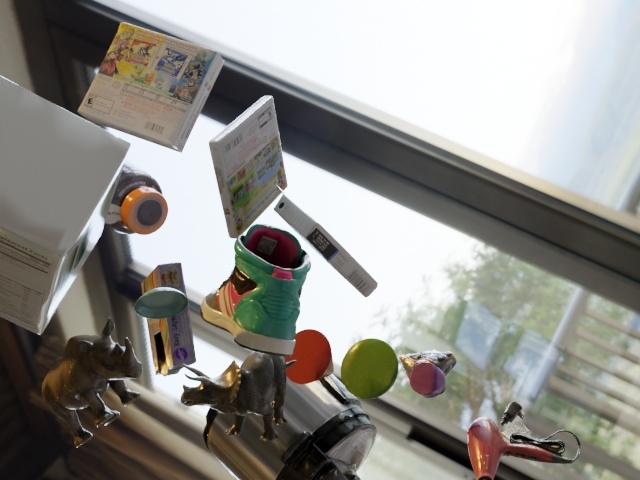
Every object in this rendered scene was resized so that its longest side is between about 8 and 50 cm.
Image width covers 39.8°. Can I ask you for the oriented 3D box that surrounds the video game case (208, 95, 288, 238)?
[{"bbox_3d":[-0.137,-0.147,1.739,0.227,0.026,0.206,-51,-40,-50],"label":"video game case"}]

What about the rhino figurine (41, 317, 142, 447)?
[{"bbox_3d":[-0.277,0.167,1.077,0.073,0.106,0.243,-35,-6,-40],"label":"rhino figurine"}]

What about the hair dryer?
[{"bbox_3d":[0.451,0.478,2.065,0.293,0.223,0.080,-26,-55,-34],"label":"hair dryer"}]

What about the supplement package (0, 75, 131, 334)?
[{"bbox_3d":[-0.407,-0.039,1.198,0.263,0.198,0.199,-52,13,55],"label":"supplement package"}]

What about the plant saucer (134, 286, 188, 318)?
[{"bbox_3d":[-0.353,0.135,1.959,0.119,0.119,0.021,94,164,-55],"label":"plant saucer"}]

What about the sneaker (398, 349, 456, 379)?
[{"bbox_3d":[0.249,0.293,2.052,0.083,0.084,0.215,-29,5,-15],"label":"sneaker"}]

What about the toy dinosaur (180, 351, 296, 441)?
[{"bbox_3d":[-0.107,0.260,1.610,0.313,0.121,0.160,-24,-65,-50],"label":"toy dinosaur"}]

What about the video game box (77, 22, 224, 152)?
[{"bbox_3d":[-0.299,-0.272,1.558,0.187,0.205,0.048,-67,-18,-8],"label":"video game box"}]

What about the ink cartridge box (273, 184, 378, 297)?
[{"bbox_3d":[0.000,0.000,1.727,0.045,0.208,0.206,-45,-55,1],"label":"ink cartridge box"}]

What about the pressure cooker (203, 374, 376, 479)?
[{"bbox_3d":[-0.056,0.541,2.345,0.370,0.420,0.375,-18,-42,-47],"label":"pressure cooker"}]

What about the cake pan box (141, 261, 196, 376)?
[{"bbox_3d":[-0.386,0.208,2.242,0.246,0.070,0.267,148,114,-67],"label":"cake pan box"}]

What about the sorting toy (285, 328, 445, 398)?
[{"bbox_3d":[0.102,0.279,1.862,0.126,0.365,0.127,41,-120,-55],"label":"sorting toy"}]

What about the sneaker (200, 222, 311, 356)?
[{"bbox_3d":[-0.104,0.061,1.376,0.295,0.123,0.178,18,94,64],"label":"sneaker"}]

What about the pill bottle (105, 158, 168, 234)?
[{"bbox_3d":[-0.392,-0.092,1.717,0.130,0.245,0.130,-19,-58,-33],"label":"pill bottle"}]
